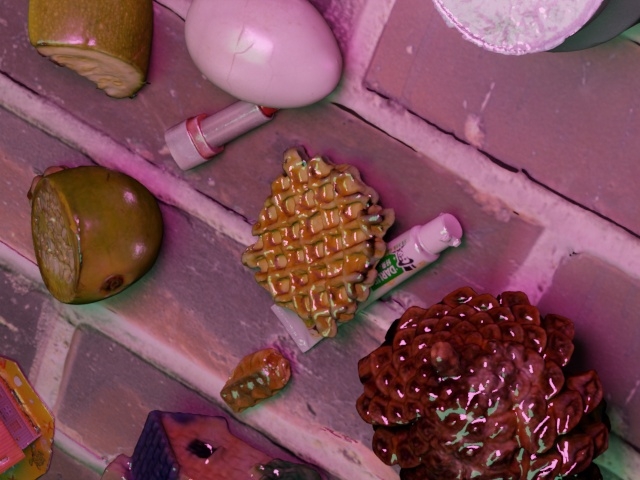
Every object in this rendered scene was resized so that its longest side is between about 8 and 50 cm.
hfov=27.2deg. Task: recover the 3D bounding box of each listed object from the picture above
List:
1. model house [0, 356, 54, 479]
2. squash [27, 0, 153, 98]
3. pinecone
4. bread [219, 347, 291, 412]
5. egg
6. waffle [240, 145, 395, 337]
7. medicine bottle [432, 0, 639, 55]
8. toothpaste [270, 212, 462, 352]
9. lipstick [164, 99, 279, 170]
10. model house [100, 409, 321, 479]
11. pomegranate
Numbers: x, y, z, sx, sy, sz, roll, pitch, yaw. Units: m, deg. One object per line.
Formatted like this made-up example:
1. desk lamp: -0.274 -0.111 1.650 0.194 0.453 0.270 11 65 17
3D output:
1. model house: -0.536 0.319 2.081 0.207 0.136 0.219 -28 94 30
2. squash: -0.281 -0.360 1.765 0.111 0.203 0.288 -8 70 29
3. pinecone: 0.210 0.215 1.610 0.298 0.242 0.296 -8 113 27
4. bread: -0.089 0.192 1.856 0.110 0.060 0.066 -33 61 32
5. egg: -0.069 -0.242 1.631 0.209 0.151 0.151 28 118 12
6. waffle: 0.002 0.000 1.722 0.204 0.054 0.223 39 116 33
7. medicine bottle: 0.245 -0.310 1.367 0.245 0.290 0.245 9 112 24
8. toothpaste: 0.059 0.051 1.739 0.314 0.056 0.058 -34 48 35
9. lipstick: -0.113 -0.157 1.745 0.186 0.057 0.063 -24 97 26
10. model house: -0.204 0.402 1.846 0.280 0.312 0.245 31 122 11
11. pomegranate: -0.314 -0.014 1.847 0.241 0.159 0.189 3 103 55
